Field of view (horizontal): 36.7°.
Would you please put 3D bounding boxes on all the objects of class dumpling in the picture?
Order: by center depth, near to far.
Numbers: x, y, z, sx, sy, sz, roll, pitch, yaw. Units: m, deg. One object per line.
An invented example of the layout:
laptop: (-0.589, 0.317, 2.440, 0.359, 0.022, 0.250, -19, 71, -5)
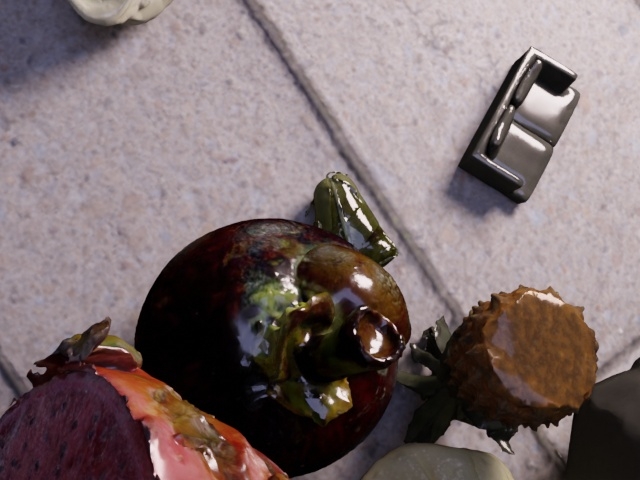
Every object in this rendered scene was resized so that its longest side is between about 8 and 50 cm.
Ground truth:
dumpling: (-0.200, -0.274, 0.928, 0.134, 0.100, 0.169, 28, 72, 8)

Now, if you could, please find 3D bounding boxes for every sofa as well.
sofa: (0.219, -0.122, 1.014, 0.085, 0.060, 0.147, 32, 74, -6)

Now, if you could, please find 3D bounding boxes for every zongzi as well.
zongzi: (0.000, 0.000, 0.947, 0.119, 0.055, 0.109, -31, 85, -5)

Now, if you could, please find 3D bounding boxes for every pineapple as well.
pineapple: (0.131, 0.113, 0.835, 0.130, 0.277, 0.119, 23, 71, -3)

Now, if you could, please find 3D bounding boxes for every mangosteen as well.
mangosteen: (-0.032, 0.087, 0.798, 0.231, 0.289, 0.231, 3, 81, -16)

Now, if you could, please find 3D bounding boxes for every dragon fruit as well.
dragon fruit: (-0.112, 0.257, 0.688, 0.263, 0.296, 0.314, 26, 102, -42)

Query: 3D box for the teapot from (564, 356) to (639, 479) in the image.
teapot: (0.307, 0.301, 0.817, 0.305, 0.376, 0.362, 20, 80, 36)

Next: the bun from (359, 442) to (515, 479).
bun: (0.089, 0.296, 0.812, 0.243, 0.153, 0.244, -20, 121, -36)
